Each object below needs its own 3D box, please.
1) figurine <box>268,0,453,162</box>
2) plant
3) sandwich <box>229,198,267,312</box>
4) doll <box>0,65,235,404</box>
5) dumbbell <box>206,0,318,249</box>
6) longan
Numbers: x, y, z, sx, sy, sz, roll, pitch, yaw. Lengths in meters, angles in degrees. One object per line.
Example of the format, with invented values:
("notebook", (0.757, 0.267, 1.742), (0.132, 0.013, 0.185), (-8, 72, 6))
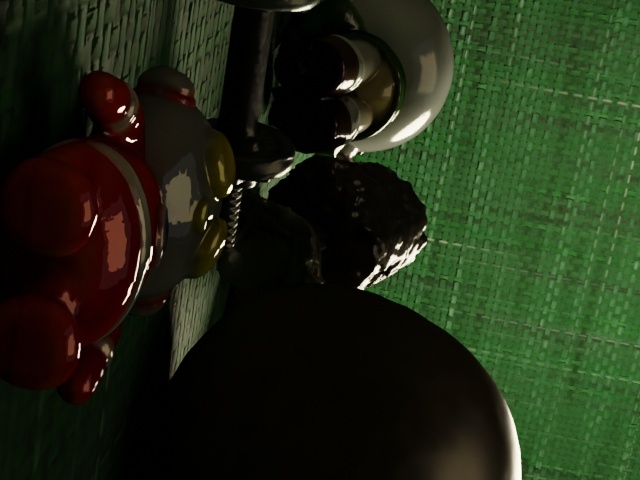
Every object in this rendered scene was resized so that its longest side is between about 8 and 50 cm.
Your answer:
("figurine", (0.038, -0.170, 1.370), (0.370, 0.167, 0.281), (-40, 137, -70))
("plant", (0.000, 0.000, 1.225), (0.203, 0.131, 0.142), (-6, 71, -54))
("sandwich", (-0.043, 0.114, 1.429), (0.301, 0.099, 0.271), (86, 10, -62))
("doll", (-0.089, -0.011, 0.615), (0.245, 0.076, 0.142), (-47, 149, -75))
("dumbbell", (-0.048, -0.110, 0.865), (0.081, 0.082, 0.254), (-71, 172, -65))
("longan", (0.002, 0.172, 1.011), (0.297, 0.297, 0.297), (11, 90, -86))
